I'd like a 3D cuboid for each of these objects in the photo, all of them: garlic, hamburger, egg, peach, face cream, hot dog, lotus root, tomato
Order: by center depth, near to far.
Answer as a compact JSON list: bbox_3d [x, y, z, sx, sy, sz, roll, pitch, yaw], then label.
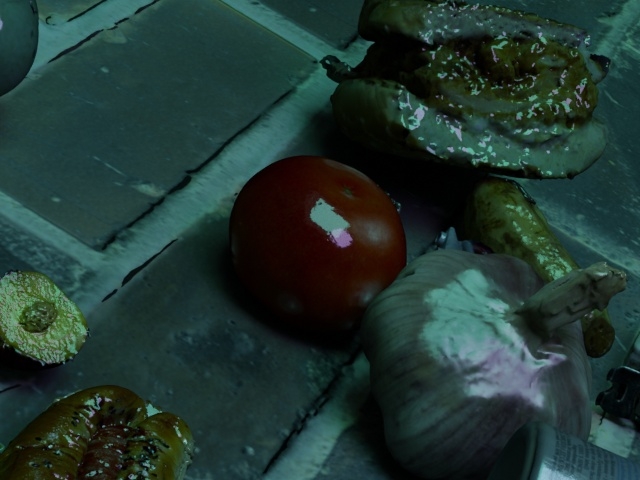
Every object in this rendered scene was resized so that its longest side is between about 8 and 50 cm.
[{"bbox_3d":[-0.180,0.194,1.458,0.144,0.075,0.268,28,29,-3],"label":"hot dog"},{"bbox_3d":[0.211,0.258,1.601,0.153,0.177,0.177,26,28,-3],"label":"face cream"},{"bbox_3d":[-0.251,0.077,1.605,0.098,0.061,0.098,19,52,-26],"label":"peach"},{"bbox_3d":[0.183,0.098,1.749,0.245,0.253,0.245,26,45,-29],"label":"garlic"},{"bbox_3d":[0.000,0.000,1.881,0.195,0.136,0.195,23,28,-13],"label":"tomato"},{"bbox_3d":[-0.379,-0.235,1.889,0.236,0.169,0.169,39,29,19],"label":"egg"},{"bbox_3d":[0.231,0.028,2.087,0.258,0.097,0.110,55,7,37],"label":"lotus root"},{"bbox_3d":[0.166,-0.186,2.217,0.318,0.195,0.277,7,6,-23],"label":"hamburger"}]

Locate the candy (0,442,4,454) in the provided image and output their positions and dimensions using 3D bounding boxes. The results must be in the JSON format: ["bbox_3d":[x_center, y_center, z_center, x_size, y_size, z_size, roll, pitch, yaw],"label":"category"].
[{"bbox_3d":[-0.277,0.168,1.469,0.030,0.020,0.083,44,29,25],"label":"candy"}]

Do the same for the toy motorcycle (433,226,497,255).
[{"bbox_3d":[0.125,0.068,1.937,0.122,0.080,0.215,31,42,-12],"label":"toy motorcycle"}]

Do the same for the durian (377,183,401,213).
[{"bbox_3d":[0.044,-0.029,2.032,0.091,0.080,0.080,36,20,-35],"label":"durian"}]

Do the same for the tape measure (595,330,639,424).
[{"bbox_3d":[0.424,0.155,2.047,0.207,0.115,0.235,28,31,10],"label":"tape measure"}]
